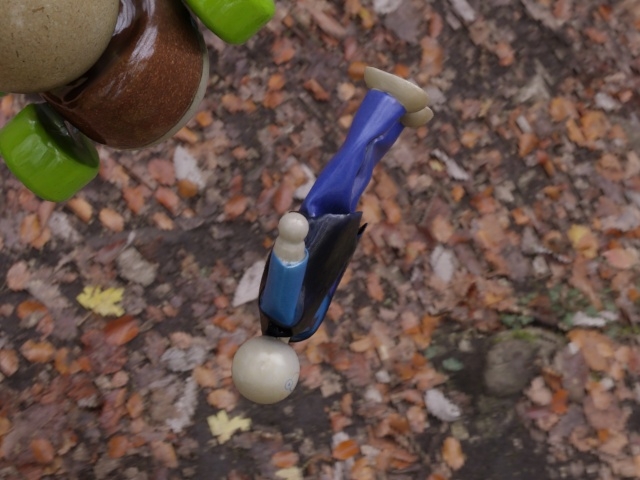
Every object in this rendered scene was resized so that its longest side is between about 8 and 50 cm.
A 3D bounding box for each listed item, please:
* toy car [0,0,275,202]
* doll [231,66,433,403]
[{"bbox_3d":[-0.141,-0.121,0.526,0.149,0.155,0.188,55,15,19],"label":"toy car"},{"bbox_3d":[0.000,0.000,0.618,0.046,0.129,0.189,26,88,10],"label":"doll"}]
